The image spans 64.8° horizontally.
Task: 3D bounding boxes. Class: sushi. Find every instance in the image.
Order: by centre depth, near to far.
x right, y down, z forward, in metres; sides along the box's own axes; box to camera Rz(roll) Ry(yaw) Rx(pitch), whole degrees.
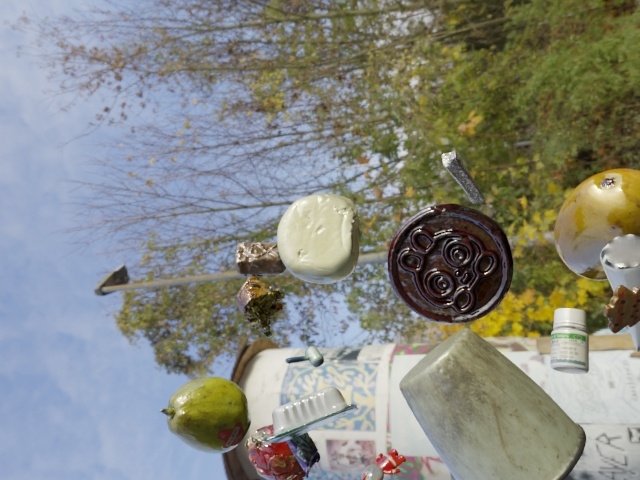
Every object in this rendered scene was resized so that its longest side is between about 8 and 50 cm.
[{"bbox_3d":[-0.209,0.230,1.777,0.166,0.179,0.296,-54,-11,-23],"label":"sushi"}]

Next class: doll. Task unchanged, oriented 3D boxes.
[{"bbox_3d":[0.271,1.039,2.283,0.245,0.142,0.076,-29,-68,-25],"label":"doll"}]

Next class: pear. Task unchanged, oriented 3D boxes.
[{"bbox_3d":[-0.444,0.670,1.953,0.376,0.288,0.287,20,-118,-38],"label":"pear"}]

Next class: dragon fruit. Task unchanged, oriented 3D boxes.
[{"bbox_3d":[-0.185,1.014,2.402,0.342,0.278,0.277,57,-152,-21],"label":"dragon fruit"}]

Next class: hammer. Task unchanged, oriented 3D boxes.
[{"bbox_3d":[-0.085,0.580,2.479,0.116,0.194,0.069,46,131,51],"label":"hammer"}]

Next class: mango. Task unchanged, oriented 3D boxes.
[{"bbox_3d":[0.905,-0.034,1.589,0.445,0.300,0.232,81,-147,-52],"label":"mango"}]

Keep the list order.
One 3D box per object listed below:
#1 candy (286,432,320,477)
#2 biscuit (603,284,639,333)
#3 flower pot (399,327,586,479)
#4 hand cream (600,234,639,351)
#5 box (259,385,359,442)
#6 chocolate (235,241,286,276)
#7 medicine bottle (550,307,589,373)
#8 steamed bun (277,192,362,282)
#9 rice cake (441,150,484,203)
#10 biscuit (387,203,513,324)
[{"bbox_3d":[-0.085,0.847,2.110,0.275,0.070,0.145,63,-157,-8],"label":"candy"},{"bbox_3d":[0.681,0.146,1.099,0.019,0.130,0.119,-113,15,-65],"label":"biscuit"},{"bbox_3d":[0.365,0.388,1.144,0.330,0.294,0.294,51,-165,13],"label":"flower pot"},{"bbox_3d":[0.860,0.135,1.352,0.185,0.118,0.358,-46,-59,-11],"label":"hand cream"},{"bbox_3d":[-0.040,0.611,1.789,0.264,0.337,0.105,74,174,-67],"label":"box"},{"bbox_3d":[-0.252,0.071,2.144,0.148,0.214,0.093,-100,8,-48],"label":"chocolate"},{"bbox_3d":[0.977,0.393,1.976,0.139,0.139,0.236,48,-131,-59],"label":"medicine bottle"},{"bbox_3d":[0.000,0.000,1.910,0.233,0.312,0.333,58,-138,-69],"label":"steamed bun"},{"bbox_3d":[0.584,-0.252,2.054,0.399,0.064,0.070,33,-140,-50],"label":"rice cake"},{"bbox_3d":[0.416,0.083,1.643,0.091,0.408,0.406,-36,-62,-68],"label":"biscuit"}]
